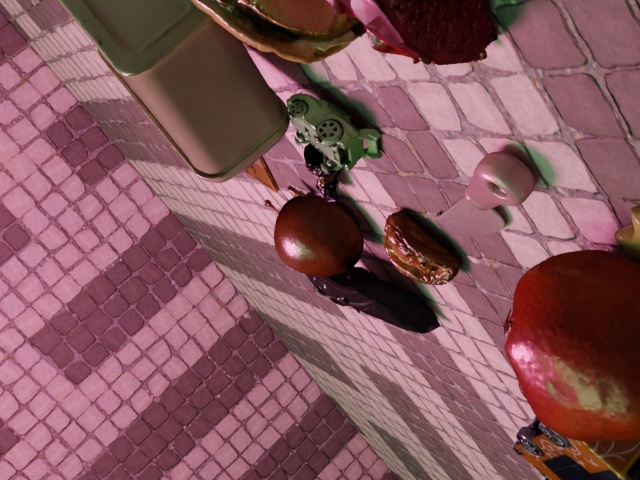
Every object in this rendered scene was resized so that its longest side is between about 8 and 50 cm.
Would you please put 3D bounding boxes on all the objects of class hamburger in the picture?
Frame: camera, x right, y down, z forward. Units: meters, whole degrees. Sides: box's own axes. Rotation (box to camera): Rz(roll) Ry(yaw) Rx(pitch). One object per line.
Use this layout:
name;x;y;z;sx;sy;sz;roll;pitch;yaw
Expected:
hamburger;-0.057;-0.288;1.013;0.207;0.155;0.135;45;172;-25

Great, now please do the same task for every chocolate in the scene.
chocolate;0.012;-0.115;1.456;0.070;0.072;0.147;-2;158;13
chocolate;0.000;0.000;1.592;0.176;0.177;0.177;42;165;14

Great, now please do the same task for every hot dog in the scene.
hot dog;0.156;0.017;1.381;0.147;0.065;0.099;44;156;17

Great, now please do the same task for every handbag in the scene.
handbag;0.089;0.103;1.681;0.211;0.089;0.254;23;180;-27

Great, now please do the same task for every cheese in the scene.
cheese;0.331;-0.010;0.887;0.044;0.030;0.083;34;168;19

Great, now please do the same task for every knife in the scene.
knife;0.215;-0.046;1.135;0.081;0.043;0.336;38;171;5

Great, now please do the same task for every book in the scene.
book;-0.153;-0.180;1.817;0.118;0.012;0.172;36;162;37

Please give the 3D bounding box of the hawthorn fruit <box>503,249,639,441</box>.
hawthorn fruit;0.337;0.120;0.905;0.299;0.211;0.211;9;142;50

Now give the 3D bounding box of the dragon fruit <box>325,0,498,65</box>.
dragon fruit;0.048;-0.259;0.819;0.161;0.126;0.274;28;157;48

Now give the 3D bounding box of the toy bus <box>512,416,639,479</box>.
toy bus;0.409;0.298;1.292;0.167;0.138;0.275;42;163;10

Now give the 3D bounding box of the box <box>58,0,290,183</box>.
box;-0.237;-0.297;1.233;0.352;0.177;0.344;50;178;20

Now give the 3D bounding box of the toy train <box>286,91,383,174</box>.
toy train;0.015;-0.164;1.280;0.149;0.081;0.099;46;169;25

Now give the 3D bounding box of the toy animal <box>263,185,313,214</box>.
toy animal;-0.043;-0.044;1.793;0.149;0.054;0.275;51;168;-7

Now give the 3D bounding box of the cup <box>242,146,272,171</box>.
cup;-0.157;-0.182;1.564;0.173;0.142;0.134;31;159;44
